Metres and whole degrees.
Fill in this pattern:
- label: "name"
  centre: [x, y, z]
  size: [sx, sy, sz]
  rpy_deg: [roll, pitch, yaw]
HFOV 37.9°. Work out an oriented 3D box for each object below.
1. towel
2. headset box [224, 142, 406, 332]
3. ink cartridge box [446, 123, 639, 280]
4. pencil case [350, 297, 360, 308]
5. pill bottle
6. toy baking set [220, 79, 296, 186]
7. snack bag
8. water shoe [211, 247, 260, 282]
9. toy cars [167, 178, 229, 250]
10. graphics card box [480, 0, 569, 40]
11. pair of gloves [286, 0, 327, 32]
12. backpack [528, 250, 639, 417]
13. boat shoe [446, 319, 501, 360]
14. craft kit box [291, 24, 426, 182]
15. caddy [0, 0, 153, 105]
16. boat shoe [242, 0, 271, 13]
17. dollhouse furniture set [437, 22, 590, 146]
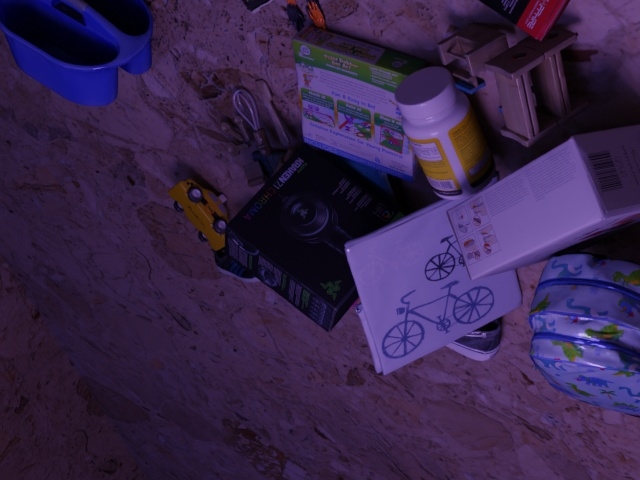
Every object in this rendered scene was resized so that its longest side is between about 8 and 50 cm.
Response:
- label: "towel"
  centre: [0.038, -0.071, 1.959]
  size: [0.370, 0.040, 0.271]
  rpy_deg: [10, 134, 41]
- label: "headset box"
  centre: [0.000, 0.000, 1.801]
  size: [0.283, 0.246, 0.131]
  rpy_deg: [37, 157, 12]
- label: "ink cartridge box"
  centre: [0.404, -0.062, 1.469]
  size: [0.309, 0.271, 0.130]
  rpy_deg: [-34, 71, 55]
- label: "pencil case"
  centre: [0.026, 0.050, 1.987]
  size: [0.104, 0.104, 0.236]
  rpy_deg: [21, 140, 28]
- label: "pill bottle"
  centre: [0.208, -0.179, 1.564]
  size: [0.119, 0.119, 0.208]
  rpy_deg: [8, 142, 40]
- label: "toy baking set"
  centre: [-0.131, -0.206, 1.941]
  size: [0.197, 0.030, 0.256]
  rpy_deg: [48, 142, 8]
- label: "snack bag"
  centre: [0.208, 0.067, 1.727]
  size: [0.037, 0.323, 0.343]
  rpy_deg: [55, 167, 52]
- label: "water shoe"
  centre: [-0.194, 0.050, 2.296]
  size: [0.203, 0.073, 0.080]
  rpy_deg: [5, 130, 41]
- label: "toy cars"
  centre: [-0.184, -0.031, 2.169]
  size: [0.393, 0.087, 0.176]
  rpy_deg: [28, 144, 25]
- label: "graphics card box"
  centre: [0.212, -0.471, 1.276]
  size: [0.371, 0.094, 0.233]
  rpy_deg: [35, 146, 8]
- label: "pair of gloves"
  centre: [-0.028, -0.404, 1.669]
  size: [0.083, 0.010, 0.074]
  rpy_deg: [13, 137, 38]
- label: "backpack"
  centre: [0.481, 0.160, 1.525]
  size: [0.290, 0.273, 0.356]
  rpy_deg: [14, 145, 37]
- label: "boat shoe"
  centre: [0.234, 0.153, 1.949]
  size: [0.301, 0.108, 0.102]
  rpy_deg: [22, 142, 23]
- label: "craft kit box"
  centre: [0.072, -0.247, 1.700]
  size: [0.249, 0.061, 0.247]
  rpy_deg: [23, 146, 24]
- label: "caddy"
  centre: [-0.500, -0.436, 1.906]
  size: [0.341, 0.241, 0.179]
  rpy_deg: [31, 150, 15]
- label: "boat shoe"
  centre: [-0.099, -0.445, 1.660]
  size: [0.042, 0.049, 0.133]
  rpy_deg: [45, 152, -19]
- label: "dollhouse furniture set"
  centre: [0.297, -0.256, 1.435]
  size: [0.183, 0.129, 0.129]
  rpy_deg: [39, 157, 52]
